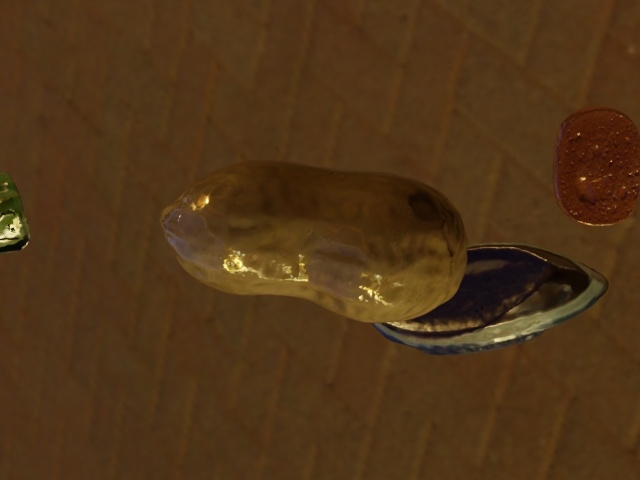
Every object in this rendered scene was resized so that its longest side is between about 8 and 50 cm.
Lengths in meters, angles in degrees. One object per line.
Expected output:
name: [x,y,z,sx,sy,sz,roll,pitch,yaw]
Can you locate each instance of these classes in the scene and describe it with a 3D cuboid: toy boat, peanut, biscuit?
toy boat: [0.179,0.068,1.764,0.262,0.115,0.114,-14,64,27]
peanut: [0.000,0.000,1.174,0.110,0.236,0.120,-49,42,49]
biscuit: [0.214,-0.056,1.235,0.015,0.078,0.091,-120,32,-78]

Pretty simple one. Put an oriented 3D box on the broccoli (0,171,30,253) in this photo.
broccoli: [-0.289,0.008,1.115,0.194,0.194,0.219,18,128,59]
